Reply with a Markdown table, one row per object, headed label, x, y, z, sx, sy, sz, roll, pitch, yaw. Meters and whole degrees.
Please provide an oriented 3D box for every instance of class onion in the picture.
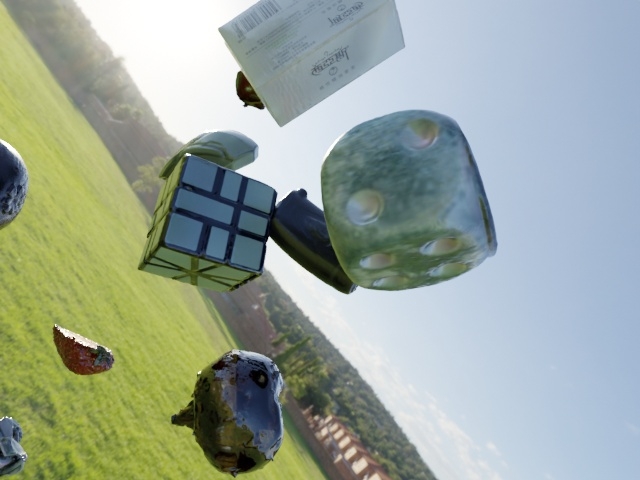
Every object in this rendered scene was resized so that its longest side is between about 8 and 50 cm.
| label | x | y | z | sx | sy | sz | roll | pitch | yaw |
| --- | --- | --- | --- | --- | --- | --- | --- | --- | --- |
| onion | -0.151 | -0.384 | 1.190 | 0.118 | 0.119 | 0.117 | 54 | 18 | -7 |

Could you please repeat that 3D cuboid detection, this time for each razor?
| label | x | y | z | sx | sy | sz | roll | pitch | yaw |
| --- | --- | --- | --- | --- | --- | --- | --- | --- | --- |
| razor | 0.000 | 0.001 | 1.431 | 0.349 | 0.204 | 0.113 | 37 | -36 | 5 |

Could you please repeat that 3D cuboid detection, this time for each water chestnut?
| label | x | y | z | sx | sy | sz | roll | pitch | yaw |
| --- | --- | --- | --- | --- | --- | --- | --- | --- | --- |
| water chestnut | -0.226 | 0.415 | 1.159 | 0.300 | 0.300 | 0.300 | 51 | -10 | 12 |

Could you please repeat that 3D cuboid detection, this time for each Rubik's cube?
| label | x | y | z | sx | sy | sz | roll | pitch | yaw |
| --- | --- | --- | --- | --- | --- | --- | --- | --- | --- |
| Rubik's cube | -0.320 | -0.034 | 1.349 | 0.294 | 0.283 | 0.289 | 18 | -26 | -28 |

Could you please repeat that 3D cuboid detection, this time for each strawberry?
| label | x | y | z | sx | sy | sz | roll | pitch | yaw |
| --- | --- | --- | --- | --- | --- | --- | --- | --- | --- |
| strawberry | -0.746 | 0.355 | 1.466 | 0.236 | 0.106 | 0.175 | 5 | -28 | 43 |

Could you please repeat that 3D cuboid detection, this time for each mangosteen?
| label | x | y | z | sx | sy | sz | roll | pitch | yaw |
| --- | --- | --- | --- | --- | --- | --- | --- | --- | --- |
| mangosteen | -0.962 | -0.152 | 1.285 | 0.294 | 0.296 | 0.297 | 6 | -25 | 12 |

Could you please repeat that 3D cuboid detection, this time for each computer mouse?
| label | x | y | z | sx | sy | sz | roll | pitch | yaw |
| --- | --- | --- | --- | --- | --- | --- | --- | --- | --- |
| computer mouse | -0.397 | -0.300 | 1.644 | 0.430 | 0.228 | 0.145 | -6 | -62 | 36 |

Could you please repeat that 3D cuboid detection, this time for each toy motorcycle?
| label | x | y | z | sx | sy | sz | roll | pitch | yaw |
| --- | --- | --- | --- | --- | --- | --- | --- | --- | --- |
| toy motorcycle | -1.029 | 0.665 | 1.467 | 0.187 | 0.143 | 0.327 | 61 | -1 | 7 |

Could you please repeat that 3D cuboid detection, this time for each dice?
| label | x | y | z | sx | sy | sz | roll | pitch | yaw |
| --- | --- | --- | --- | --- | --- | --- | --- | --- | --- |
| dice | 0.208 | -0.085 | 1.130 | 0.328 | 0.349 | 0.330 | 50 | 32 | -59 |

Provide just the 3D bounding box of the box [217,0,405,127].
| label | x | y | z | sx | sy | sz | roll | pitch | yaw |
| --- | --- | --- | --- | --- | --- | --- | --- | --- | --- |
| box | -0.019 | -0.348 | 0.813 | 0.194 | 0.261 | 0.111 | 61 | 2 | 32 |
